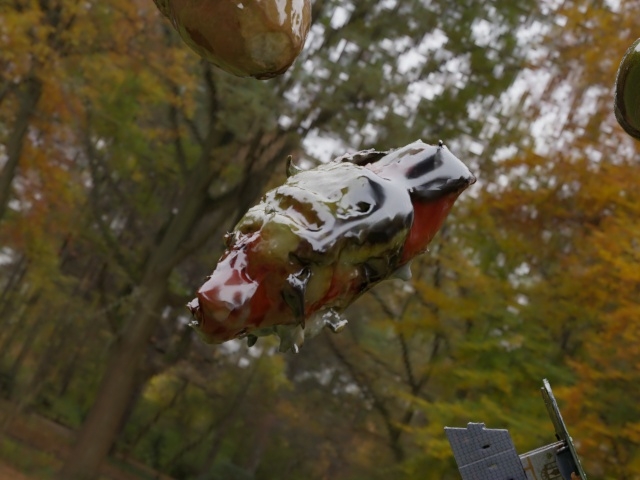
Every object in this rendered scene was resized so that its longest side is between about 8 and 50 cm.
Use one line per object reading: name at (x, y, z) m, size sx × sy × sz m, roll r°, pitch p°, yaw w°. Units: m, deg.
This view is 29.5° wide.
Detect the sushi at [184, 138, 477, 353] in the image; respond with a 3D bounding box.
sushi at (-0.001, 0.002, 0.757) m, size 0.097 × 0.226 × 0.103 m, roll 35°, pitch -45°, yaw 28°

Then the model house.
model house at (0.156, 0.195, 0.895) m, size 0.088 × 0.167 × 0.117 m, roll -21°, pitch -9°, yaw 5°

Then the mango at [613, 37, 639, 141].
mango at (0.415, -0.182, 1.425) m, size 0.133 × 0.111 × 0.267 m, roll 18°, pitch -9°, yaw 11°

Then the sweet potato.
sweet potato at (-0.073, -0.204, 0.606) m, size 0.106 × 0.095 × 0.355 m, roll 6°, pitch 45°, yaw -46°
